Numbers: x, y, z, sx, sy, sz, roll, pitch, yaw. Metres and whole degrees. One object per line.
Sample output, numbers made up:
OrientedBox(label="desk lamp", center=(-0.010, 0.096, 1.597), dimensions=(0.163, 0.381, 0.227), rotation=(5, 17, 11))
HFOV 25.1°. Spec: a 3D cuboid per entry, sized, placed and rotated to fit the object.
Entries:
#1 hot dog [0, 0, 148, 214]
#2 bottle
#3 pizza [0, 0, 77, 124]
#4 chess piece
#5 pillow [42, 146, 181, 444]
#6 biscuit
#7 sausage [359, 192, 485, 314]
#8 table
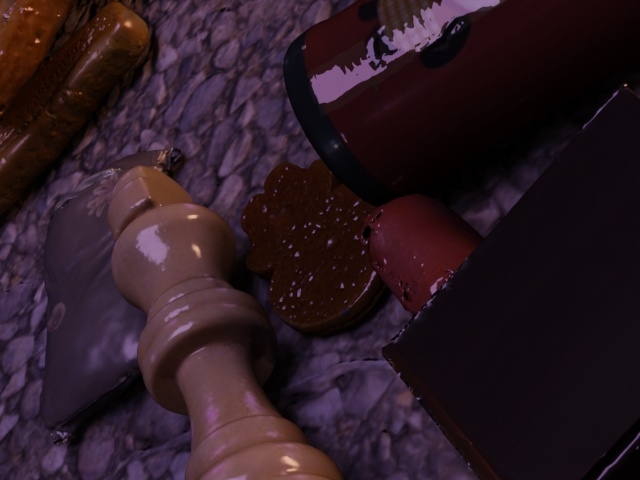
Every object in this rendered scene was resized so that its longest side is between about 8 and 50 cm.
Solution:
OrientedBox(label="hot dog", center=(-0.270, -0.117, 1.410), dimensions=(0.286, 0.061, 0.088), rotation=(-42, 41, 17))
OrientedBox(label="bottle", center=(0.144, -0.160, 0.963), dimensions=(0.336, 0.144, 0.144), rotation=(-32, 45, 24))
OrientedBox(label="pizza", center=(-0.360, -0.261, 1.521), dimensions=(0.406, 0.130, 0.440), rotation=(-20, 40, 45))
OrientedBox(label="chess piece", center=(-0.083, 0.076, 1.044), dimensions=(0.117, 0.117, 0.397), rotation=(-42, 42, 16))
OrientedBox(label="pillow", center=(-0.184, 0.031, 1.226), dimensions=(0.169, 0.059, 0.255), rotation=(-30, 45, 24))
OrientedBox(label="biscuit", center=(0.000, 0.000, 1.084), dimensions=(0.124, 0.026, 0.175), rotation=(-52, 40, 7))
OrientedBox(label="sausage", center=(0.078, 0.017, 0.956), dimensions=(0.076, 0.076, 0.141), rotation=(-50, 36, 7))
OrientedBox(label="table", center=(0.179, 0.067, 0.746), dimensions=(0.193, 0.169, 0.172), rotation=(-48, 40, 7))
